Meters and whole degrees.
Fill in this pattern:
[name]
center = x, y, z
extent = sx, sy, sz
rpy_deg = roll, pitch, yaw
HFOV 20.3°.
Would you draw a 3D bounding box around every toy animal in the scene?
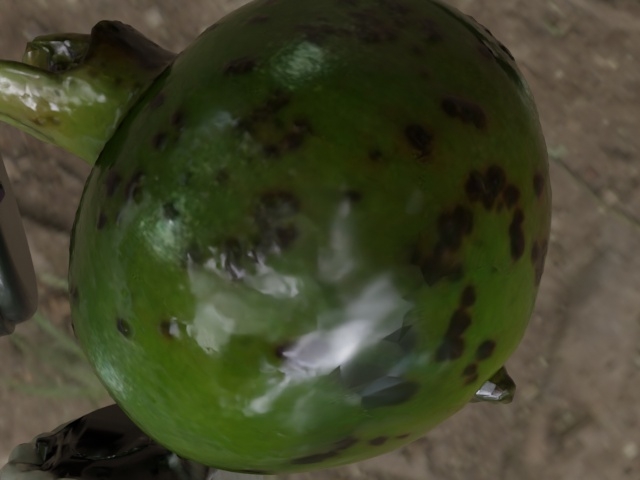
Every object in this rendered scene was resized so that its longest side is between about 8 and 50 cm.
[toy animal]
center = -0.121, 0.213, 1.185
extent = 0.156, 0.208, 0.204
rpy_deg = -8, 102, 15

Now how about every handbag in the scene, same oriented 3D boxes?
[handbag]
center = -0.335, -0.056, 1.585
extent = 0.093, 0.254, 0.308
rpy_deg = -16, 110, -3

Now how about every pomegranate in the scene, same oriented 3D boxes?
[pomegranate]
center = -0.025, -0.018, 0.724
extent = 0.263, 0.211, 0.211
rpy_deg = 36, 106, 5

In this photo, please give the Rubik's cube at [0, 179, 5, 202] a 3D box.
[Rubik's cube]
center = -0.281, -0.045, 1.219
extent = 0.133, 0.133, 0.112
rpy_deg = 13, 155, -28
